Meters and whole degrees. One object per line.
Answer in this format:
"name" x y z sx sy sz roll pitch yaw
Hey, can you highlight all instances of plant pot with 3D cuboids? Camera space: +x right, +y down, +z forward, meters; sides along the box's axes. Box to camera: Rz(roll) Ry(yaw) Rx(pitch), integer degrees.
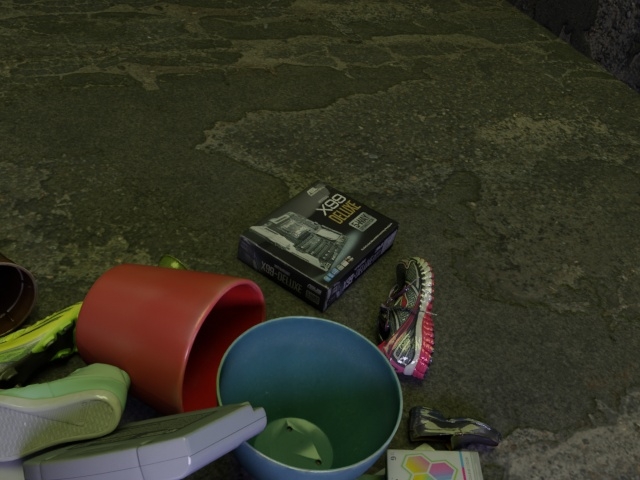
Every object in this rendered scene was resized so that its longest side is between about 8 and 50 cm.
"plant pot" -0.316 0.086 1.365 0.083 0.083 0.079 27 54 16
"plant pot" -0.032 0.295 1.097 0.290 0.195 0.290 8 40 -7
"plant pot" -0.262 0.161 1.159 0.243 0.275 0.275 16 39 20
"plant pot" -0.637 0.074 1.232 0.167 0.167 0.165 -26 46 -37

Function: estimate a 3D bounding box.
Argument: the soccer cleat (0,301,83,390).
"soccer cleat" -0.513 0.183 1.182 0.121 0.093 0.289 23 40 22

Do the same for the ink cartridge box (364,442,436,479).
"ink cartridge box" 0.190 0.456 1.100 0.189 0.066 0.232 -19 29 -32

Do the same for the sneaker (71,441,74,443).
"sneaker" -0.315 0.377 1.041 0.209 0.069 0.082 32 7 35

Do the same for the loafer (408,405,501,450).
"loafer" 0.240 0.353 1.217 0.170 0.062 0.061 10 52 8

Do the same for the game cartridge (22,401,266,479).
"game cartridge" -0.244 0.282 0.903 0.297 0.062 0.198 -17 0 28

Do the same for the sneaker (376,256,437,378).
"sneaker" 0.173 0.141 1.390 0.112 0.121 0.299 10 40 -1

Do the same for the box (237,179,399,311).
"box" 0.000 0.000 1.540 0.242 0.077 0.307 31 44 21

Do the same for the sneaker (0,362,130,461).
"sneaker" -0.411 0.248 1.004 0.255 0.094 0.151 -5 9 -3

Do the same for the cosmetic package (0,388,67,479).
"cosmetic package" -0.463 0.346 0.999 0.127 0.107 0.238 9 37 -6

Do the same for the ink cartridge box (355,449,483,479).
"ink cartridge box" 0.156 0.398 1.085 0.209 0.062 0.109 1 28 4
